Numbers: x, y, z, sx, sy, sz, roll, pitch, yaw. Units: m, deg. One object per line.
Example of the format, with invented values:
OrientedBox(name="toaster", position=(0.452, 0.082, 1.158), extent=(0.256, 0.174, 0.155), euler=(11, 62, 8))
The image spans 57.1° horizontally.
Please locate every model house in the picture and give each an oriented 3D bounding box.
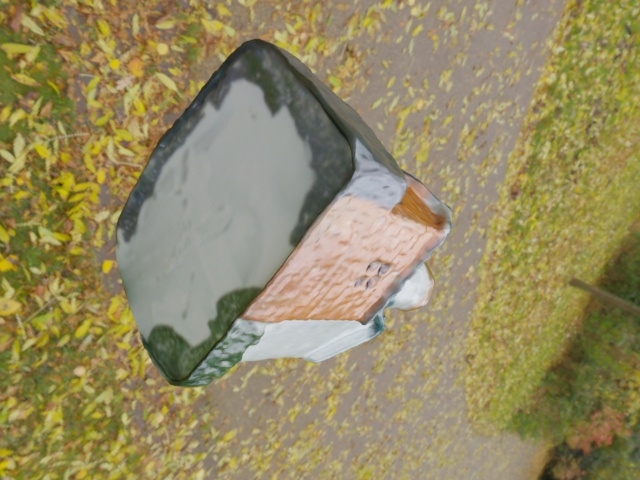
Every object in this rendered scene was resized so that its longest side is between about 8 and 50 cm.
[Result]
OrientedBox(name="model house", position=(0.000, 0.000, 0.572), extent=(0.300, 0.190, 0.271), euler=(15, 123, -46))
